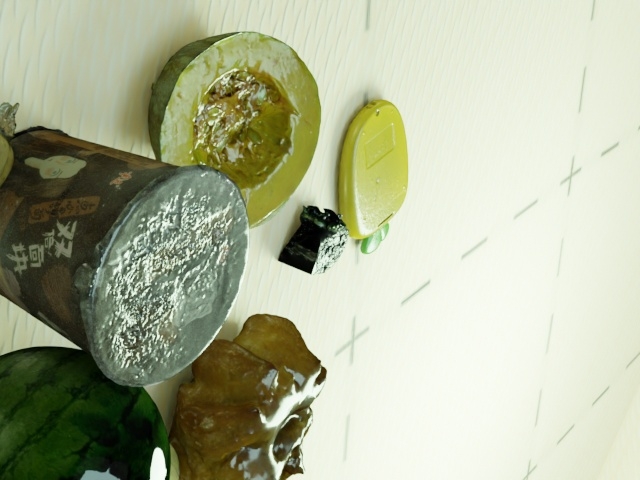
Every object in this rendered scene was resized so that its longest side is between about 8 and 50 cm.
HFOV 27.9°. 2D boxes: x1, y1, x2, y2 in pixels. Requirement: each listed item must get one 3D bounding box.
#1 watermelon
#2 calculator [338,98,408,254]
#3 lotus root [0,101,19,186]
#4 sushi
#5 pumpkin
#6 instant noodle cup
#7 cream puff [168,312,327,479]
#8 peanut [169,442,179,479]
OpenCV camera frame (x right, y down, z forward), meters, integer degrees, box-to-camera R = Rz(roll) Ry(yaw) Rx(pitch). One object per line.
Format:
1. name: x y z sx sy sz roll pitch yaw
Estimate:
1. watermelon: -0.264 0.217 1.234 0.242 0.242 0.242 -35 136 -43
2. calculator: 0.075 -0.084 1.782 0.146 0.032 0.235 -40 138 -38
3. lotus root: -0.315 -0.065 1.141 0.072 0.063 0.152 45 70 -22
4. sushi: 0.000 0.000 1.692 0.083 0.056 0.084 11 100 -59
5. pumpkin: -0.111 -0.129 1.406 0.217 0.110 0.217 -22 125 -36
6. instant noodle cup: -0.210 0.002 1.216 0.217 0.207 0.217 -34 135 -42
7. cream puff: -0.097 0.226 1.597 0.241 0.155 0.269 -10 110 -61
8. peanut: -0.246 0.336 1.447 0.274 0.125 0.111 -49 163 -30
